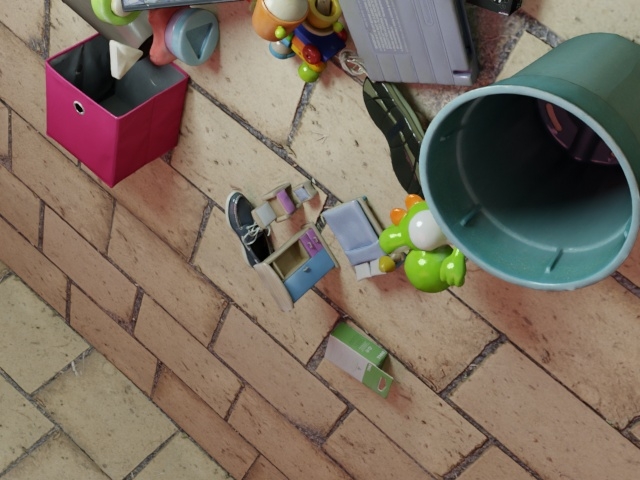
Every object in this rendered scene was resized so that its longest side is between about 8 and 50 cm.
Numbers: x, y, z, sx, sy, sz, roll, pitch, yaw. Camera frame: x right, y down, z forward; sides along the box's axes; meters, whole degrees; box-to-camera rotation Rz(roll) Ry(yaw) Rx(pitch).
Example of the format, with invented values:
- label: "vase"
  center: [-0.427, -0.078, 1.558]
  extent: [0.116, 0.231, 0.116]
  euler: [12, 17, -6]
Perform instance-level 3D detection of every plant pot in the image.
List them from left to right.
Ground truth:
- label: "plant pot"
  center: [0.390, -0.151, 1.246]
  extent: [0.341, 0.334, 0.341]
  euler: [26, 137, 27]

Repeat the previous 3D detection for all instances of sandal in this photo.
- label: "sandal"
  center: [0.188, -0.214, 1.596]
  extent: [0.120, 0.086, 0.303]
  euler: [-28, 86, 57]

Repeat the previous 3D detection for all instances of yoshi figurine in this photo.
- label: "yoshi figurine"
  center: [0.295, 0.001, 1.532]
  extent: [0.362, 0.203, 0.203]
  euler: [-15, 154, 31]

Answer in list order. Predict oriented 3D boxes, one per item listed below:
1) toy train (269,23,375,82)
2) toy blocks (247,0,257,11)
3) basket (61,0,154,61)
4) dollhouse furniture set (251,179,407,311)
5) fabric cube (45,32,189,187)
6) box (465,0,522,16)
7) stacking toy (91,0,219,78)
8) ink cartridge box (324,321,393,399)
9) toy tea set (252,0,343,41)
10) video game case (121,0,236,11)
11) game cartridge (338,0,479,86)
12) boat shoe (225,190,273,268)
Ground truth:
- label: "toy train"
  center: [-0.003, -0.373, 1.630]
  extent: [0.248, 0.105, 0.143]
  euler: [46, 152, 3]
- label: "toy blocks"
  center: [-0.138, -0.541, 1.645]
  extent: [0.148, 0.054, 0.123]
  euler: [41, 141, 9]
- label: "basket"
  center: [-0.486, -0.555, 1.895]
  extent: [0.227, 0.154, 0.204]
  euler: [47, 143, -4]
- label: "dollhouse furniture set"
  center: [0.000, 0.000, 1.855]
  extent: [0.303, 0.198, 0.286]
  euler: [-17, 110, 49]
- label: "fabric cube"
  center: [-0.526, -0.345, 2.016]
  extent: [0.254, 0.259, 0.258]
  euler: [38, 141, 11]
- label: "box"
  center: [0.297, -0.426, 1.329]
  extent: [0.083, 0.052, 0.062]
  euler: [27, 137, 23]
- label: "stacking toy"
  center: [-0.332, -0.489, 1.699]
  extent: [0.130, 0.279, 0.309]
  euler: [28, 142, 26]
- label: "ink cartridge box"
  center: [0.116, 0.324, 2.125]
  extent: [0.209, 0.062, 0.109]
  euler: [33, 139, 19]
- label: "toy tea set"
  center: [-0.081, -0.529, 1.477]
  extent: [0.336, 0.200, 0.124]
  euler: [59, 151, 2]
- label: "video game case"
  center: [-0.288, -0.606, 1.560]
  extent: [0.035, 0.248, 0.275]
  euler: [-119, 23, -73]
- label: "game cartridge"
  center: [0.139, -0.427, 1.389]
  extent: [0.230, 0.068, 0.355]
  euler: [15, 148, 33]
- label: "boat shoe"
  center: [-0.182, -0.019, 2.095]
  extent: [0.079, 0.095, 0.254]
  euler: [16, 133, 37]
